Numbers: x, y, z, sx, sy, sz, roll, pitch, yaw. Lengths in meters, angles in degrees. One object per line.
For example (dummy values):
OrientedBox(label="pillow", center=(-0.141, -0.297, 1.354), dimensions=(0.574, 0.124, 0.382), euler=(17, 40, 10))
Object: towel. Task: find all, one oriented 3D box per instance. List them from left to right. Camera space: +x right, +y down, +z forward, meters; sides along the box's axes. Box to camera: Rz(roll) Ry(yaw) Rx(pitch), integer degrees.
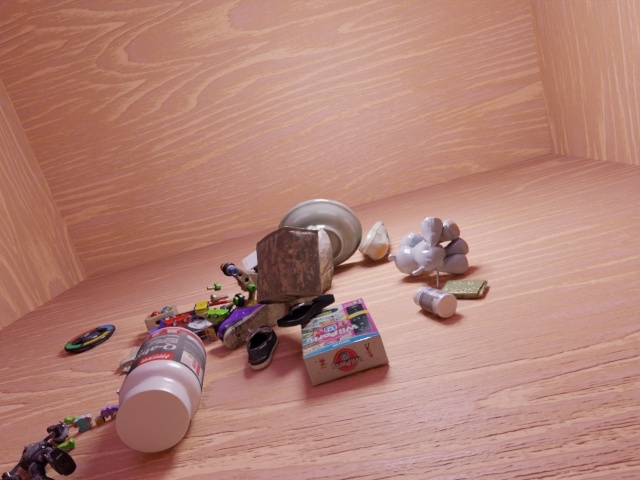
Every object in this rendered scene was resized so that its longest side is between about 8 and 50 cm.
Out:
OrientedBox(label="towel", center=(0.487, 0.166, 1.488), dimensions=(0.148, 0.027, 0.110), euler=(-5, 18, 36))

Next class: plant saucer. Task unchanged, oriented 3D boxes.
OrientedBox(label="plant saucer", center=(0.000, 0.000, 2.029), dimensions=(0.400, 0.400, 0.100), euler=(-14, 36, 7))

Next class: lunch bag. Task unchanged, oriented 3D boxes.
OrientedBox(label="lunch bag", center=(-0.133, 0.099, 1.548), dimensions=(0.169, 0.235, 0.287), euler=(6, -15, -36))
OrientedBox(label="lunch bag", center=(-0.081, 0.098, 1.827), dimensions=(0.213, 0.256, 0.305), euler=(18, 29, 26))

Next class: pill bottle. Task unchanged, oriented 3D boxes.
OrientedBox(label="pill bottle", center=(-0.437, 0.402, 1.226), dimensions=(0.210, 0.210, 0.363), euler=(-18, 14, -8))
OrientedBox(label="pill bottle", center=(0.365, 0.194, 1.404), dimensions=(0.078, 0.078, 0.137), euler=(-22, 15, -21))

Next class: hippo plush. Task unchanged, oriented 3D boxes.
OrientedBox(label="hippo plush", center=(0.416, 0.069, 1.700), dimensions=(0.236, 0.234, 0.294), euler=(-28, 37, 61))

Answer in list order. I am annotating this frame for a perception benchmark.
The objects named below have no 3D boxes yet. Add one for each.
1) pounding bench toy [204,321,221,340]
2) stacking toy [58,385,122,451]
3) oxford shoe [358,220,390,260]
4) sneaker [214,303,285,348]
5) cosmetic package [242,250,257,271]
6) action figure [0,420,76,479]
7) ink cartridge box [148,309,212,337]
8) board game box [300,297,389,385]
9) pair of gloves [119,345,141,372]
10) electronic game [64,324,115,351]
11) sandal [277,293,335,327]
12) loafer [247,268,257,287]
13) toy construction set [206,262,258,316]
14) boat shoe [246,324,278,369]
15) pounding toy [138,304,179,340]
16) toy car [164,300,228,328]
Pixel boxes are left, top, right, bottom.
OrientedBox(label="pounding bench toy", center=(-0.401, 0.355, 1.708), dimensions=(0.083, 0.052, 0.065), euler=(-7, 17, 33))
OrientedBox(label="stacking toy", center=(-0.677, 0.534, 1.319), dimensions=(0.221, 0.052, 0.167), euler=(-21, 14, -17))
OrientedBox(label="oxford shoe", center=(0.283, 0.007, 2.176), dimensions=(0.130, 0.169, 0.449), euler=(30, 13, 5))
OrientedBox(label="sneaker", center=(-0.275, 0.287, 1.666), dimensions=(0.293, 0.102, 0.146), euler=(-26, 29, -36))
OrientedBox(label="cosmetic package", center=(-0.287, 0.091, 2.322), dimensions=(0.231, 0.085, 0.117), euler=(-34, -31, 5))
OrientedBox(label="action figure", center=(-0.714, 0.561, 1.118), dimensions=(0.285, 0.099, 0.185), euler=(-7, 41, 44))
OrientedBox(label="ink cartridge box", center=(-0.566, 0.356, 1.775), dimensions=(0.208, 0.045, 0.206), euler=(-14, 20, -37))
OrientedBox(label="board game box", center=(0.061, 0.294, 1.328), dimensions=(0.224, 0.097, 0.303), euler=(-17, 14, -1))
OrientedBox(label="pair of gloves", center=(-0.662, 0.434, 1.718), dimensions=(0.240, 0.042, 0.204), euler=(-17, 13, -1))
OrientedBox(label="electronic game", center=(-1.100, 0.465, 2.089), dimensions=(0.229, 0.048, 0.229), euler=(-15, 14, 4))
OrientedBox(label="sandal", center=(-0.054, 0.220, 1.437), dimensions=(0.097, 0.054, 0.254), euler=(-10, 9, 40))
OrientedBox(label="loafer", center=(-0.236, 0.138, 2.249), dimensions=(0.112, 0.111, 0.319), euler=(-4, 18, 47))
OrientedBox(label="toy construction set", center=(-0.334, 0.223, 1.918), dimensions=(0.237, 0.257, 0.309), euler=(-5, -12, -39))
OrientedBox(label="boat shoe", center=(-0.204, 0.340, 1.479), dimensions=(0.095, 0.079, 0.254), euler=(-15, 14, 8))
OrientedBox(label="pounding toy", center=(-0.717, 0.363, 1.905), dimensions=(0.181, 0.094, 0.206), euler=(-19, 7, -12))
OrientedBox(label="toy car", center=(-0.462, 0.303, 1.735), dimensions=(0.225, 0.053, 0.239), euler=(-4, 13, 26))
